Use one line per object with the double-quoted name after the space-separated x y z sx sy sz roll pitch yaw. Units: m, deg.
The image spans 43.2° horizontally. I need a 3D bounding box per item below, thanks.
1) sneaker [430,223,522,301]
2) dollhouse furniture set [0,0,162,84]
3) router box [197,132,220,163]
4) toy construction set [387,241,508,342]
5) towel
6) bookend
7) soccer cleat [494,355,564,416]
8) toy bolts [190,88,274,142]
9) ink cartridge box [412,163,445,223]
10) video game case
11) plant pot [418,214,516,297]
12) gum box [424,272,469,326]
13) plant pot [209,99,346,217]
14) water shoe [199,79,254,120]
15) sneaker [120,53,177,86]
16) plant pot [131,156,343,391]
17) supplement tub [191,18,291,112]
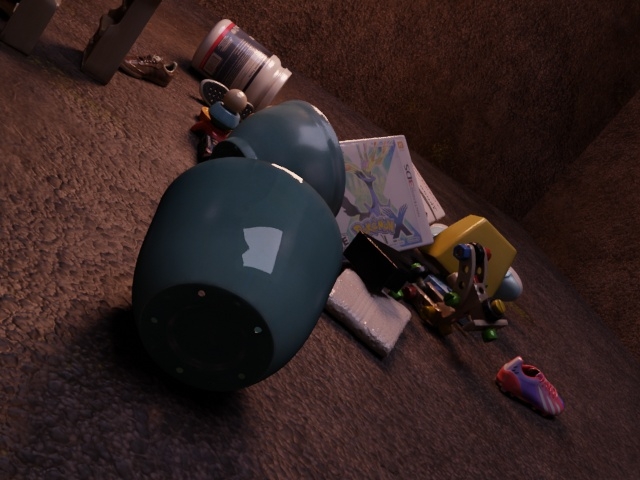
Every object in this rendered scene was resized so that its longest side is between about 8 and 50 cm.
0.469 0.094 2.545 0.366 0.135 0.150 32 25 4 "sneaker"
-0.588 -0.578 1.815 0.394 0.256 0.362 30 19 -27 "dollhouse furniture set"
-0.246 -0.199 1.933 0.092 0.038 0.122 32 18 -23 "router box"
0.359 0.171 2.023 0.309 0.257 0.237 29 34 -61 "toy construction set"
0.105 0.147 1.769 0.187 0.049 0.282 40 17 4 "towel"
0.157 0.069 1.880 0.157 0.072 0.156 26 16 -46 "bookend"
0.545 0.370 2.030 0.248 0.095 0.083 29 20 -28 "soccer cleat"
-0.225 -0.326 2.089 0.218 0.158 0.228 45 18 18 "toy bolts"
0.194 -0.132 2.349 0.285 0.166 0.395 58 19 4 "ink cartridge box"
0.128 -0.108 2.023 0.329 0.036 0.300 -11 84 -39 "video game case"
0.443 0.043 2.363 0.212 0.187 0.212 45 -1 -8 "plant pot"
0.381 0.169 2.288 0.184 0.041 0.157 45 17 16 "gum box"
-0.114 -0.143 1.727 0.196 0.293 0.293 -16 52 -38 "plant pot"
-0.286 -0.405 2.352 0.203 0.073 0.080 29 -2 -42 "water shoe"
-0.453 -0.462 2.113 0.066 0.071 0.188 47 18 23 "sneaker"
-0.129 0.066 1.129 0.293 0.293 0.235 36 32 -12 "plant pot"
-0.247 -0.540 2.526 0.272 0.191 0.191 37 17 -7 "supplement tub"
